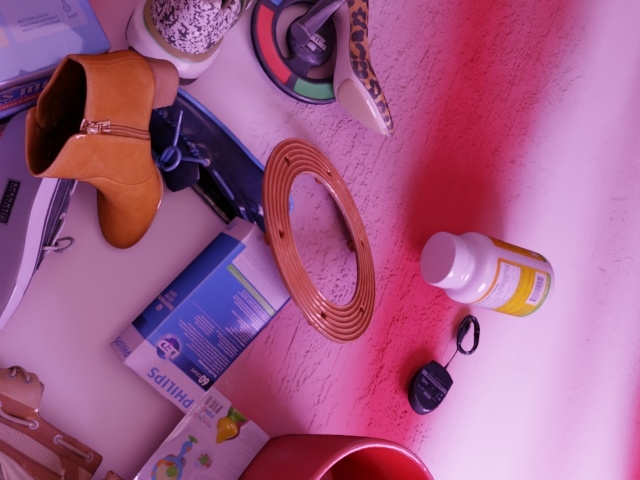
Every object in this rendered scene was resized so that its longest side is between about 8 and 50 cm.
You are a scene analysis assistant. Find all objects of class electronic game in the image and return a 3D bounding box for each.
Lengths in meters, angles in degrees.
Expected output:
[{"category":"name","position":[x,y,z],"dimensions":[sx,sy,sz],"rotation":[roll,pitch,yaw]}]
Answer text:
[{"category":"electronic game","position":[-0.017,-0.353,1.097],"dimensions":[0.229,0.048,0.230],"rotation":[3,84,-30]}]

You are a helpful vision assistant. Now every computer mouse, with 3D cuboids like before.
[{"category":"computer mouse","position":[0.238,0.236,1.195],"dimensions":[0.071,0.041,0.242],"rotation":[45,59,0]}]

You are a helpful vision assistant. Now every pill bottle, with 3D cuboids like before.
[{"category":"pill bottle","position":[0.317,0.061,1.196],"dimensions":[0.245,0.136,0.137],"rotation":[16,77,-28]}]

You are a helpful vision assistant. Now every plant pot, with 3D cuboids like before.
[{"category":"plant pot","position":[0.004,0.406,0.910],"dimensions":[0.274,0.243,0.275],"rotation":[2,86,-32]}]

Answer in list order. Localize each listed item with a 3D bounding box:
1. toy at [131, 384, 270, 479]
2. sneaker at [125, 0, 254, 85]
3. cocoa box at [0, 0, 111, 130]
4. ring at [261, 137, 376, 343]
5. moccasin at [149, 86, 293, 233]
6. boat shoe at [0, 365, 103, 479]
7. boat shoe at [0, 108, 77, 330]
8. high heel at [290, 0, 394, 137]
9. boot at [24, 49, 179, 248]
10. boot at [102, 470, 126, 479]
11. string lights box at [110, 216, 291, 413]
[{"category":"toy","position":[-0.200,0.340,0.909],"dimensions":[0.237,0.056,0.137],"rotation":[-49,114,-16]},{"category":"sneaker","position":[-0.136,-0.419,0.935],"dimensions":[0.158,0.182,0.411],"rotation":[32,55,-27]},{"category":"cocoa box","position":[-0.467,-0.238,0.717],"dimensions":[0.347,0.228,0.232],"rotation":[-30,100,-29]},{"category":"ring","position":[0.000,0.000,0.992],"dimensions":[0.336,0.032,0.337],"rotation":[42,38,-45]},{"category":"moccasin","position":[-0.184,-0.117,0.925],"dimensions":[0.342,0.137,0.117],"rotation":[40,72,-20]},{"category":"boat shoe","position":[-0.407,0.215,0.779],"dimensions":[0.120,0.122,0.324],"rotation":[-49,117,-30]},{"category":"boat shoe","position":[-0.388,-0.013,0.809],"dimensions":[0.113,0.105,0.307],"rotation":[12,85,15]},{"category":"high heel","position":[0.087,-0.325,1.084],"dimensions":[0.261,0.093,0.186],"rotation":[50,64,-19]},{"category":"boot","position":[-0.281,-0.095,0.771],"dimensions":[0.104,0.295,0.211],"rotation":[27,24,11]},{"category":"boot","position":[-0.285,0.463,0.790],"dimensions":[0.270,0.089,0.236],"rotation":[-54,144,-26]},{"category":"string lights box","position":[-0.159,0.105,0.907],"dimensions":[0.260,0.076,0.133],"rotation":[-47,122,-14]}]
